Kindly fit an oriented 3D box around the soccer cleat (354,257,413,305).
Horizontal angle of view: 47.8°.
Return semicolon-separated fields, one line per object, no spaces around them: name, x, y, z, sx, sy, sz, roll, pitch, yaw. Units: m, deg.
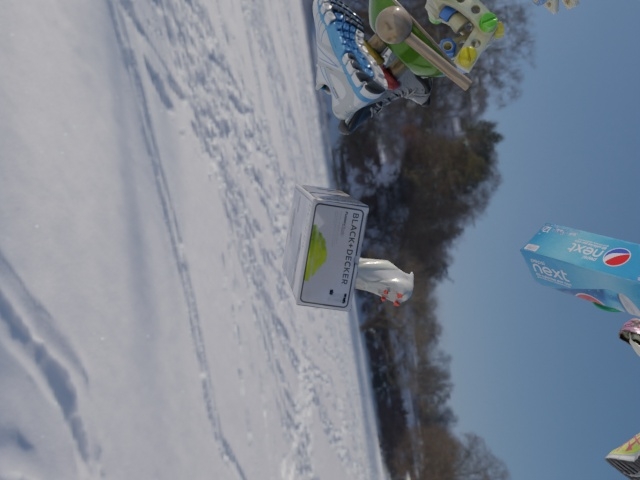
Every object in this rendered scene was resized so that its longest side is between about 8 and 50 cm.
soccer cleat;0.088;0.061;1.408;0.068;0.196;0.076;110;3;-52

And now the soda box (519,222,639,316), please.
soda box;0.386;0.040;0.999;0.210;0.067;0.071;22;-31;54

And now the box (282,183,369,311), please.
box;0.000;0.000;1.211;0.290;0.087;0.169;-127;-134;-77

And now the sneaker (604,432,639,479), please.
sneaker;0.599;0.382;1.314;0.094;0.081;0.208;-52;174;-24

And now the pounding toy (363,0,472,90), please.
pounding toy;0.120;-0.293;1.135;0.183;0.110;0.237;41;18;-20

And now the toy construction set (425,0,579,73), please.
toy construction set;0.327;-0.455;1.318;0.215;0.327;0.151;57;-17;10

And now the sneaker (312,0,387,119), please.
sneaker;0.016;-0.233;0.911;0.071;0.083;0.191;13;49;-37

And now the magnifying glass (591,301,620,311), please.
magnifying glass;0.554;0.043;1.204;0.092;0.231;0.026;60;19;1

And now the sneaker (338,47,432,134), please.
sneaker;0.142;-0.276;1.389;0.229;0.132;0.086;-56;-176;2

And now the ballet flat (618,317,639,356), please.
ballet flat;0.727;0.242;1.517;0.221;0.079;0.077;35;-31;43
